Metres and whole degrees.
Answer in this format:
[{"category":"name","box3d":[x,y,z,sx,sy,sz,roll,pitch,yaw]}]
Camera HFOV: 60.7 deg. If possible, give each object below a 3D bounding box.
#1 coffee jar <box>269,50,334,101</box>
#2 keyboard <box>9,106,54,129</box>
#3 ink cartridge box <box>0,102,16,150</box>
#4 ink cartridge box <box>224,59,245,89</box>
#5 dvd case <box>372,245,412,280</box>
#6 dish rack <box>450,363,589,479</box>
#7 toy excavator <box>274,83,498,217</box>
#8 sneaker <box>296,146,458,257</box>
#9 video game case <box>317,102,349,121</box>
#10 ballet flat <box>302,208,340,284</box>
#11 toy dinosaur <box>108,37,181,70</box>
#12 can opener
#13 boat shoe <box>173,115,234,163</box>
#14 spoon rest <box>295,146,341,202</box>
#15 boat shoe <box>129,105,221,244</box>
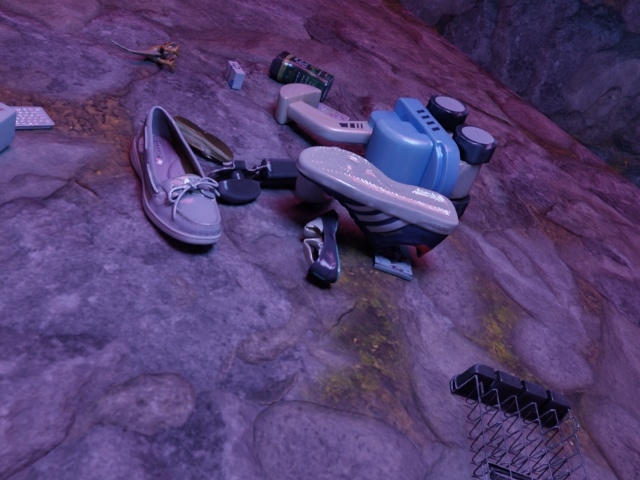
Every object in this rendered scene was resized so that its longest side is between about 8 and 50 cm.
[{"category":"coffee jar","box3d":[-0.057,-0.491,1.627,0.184,0.079,0.096,27,35,-1]},{"category":"keyboard","box3d":[-0.616,-0.218,0.965,0.256,0.014,0.072,-13,52,-44]},{"category":"ink cartridge box","box3d":[-0.589,-0.170,0.856,0.128,0.072,0.175,26,39,-9]},{"category":"ink cartridge box","box3d":[-0.237,-0.454,1.486,0.028,0.048,0.083,-1,43,-34]},{"category":"dvd case","box3d":[0.152,0.031,1.162,0.087,0.013,0.119,21,36,-10]},{"category":"dish rack","box3d":[0.319,0.327,0.852,0.208,0.074,0.271,21,37,-8]},{"category":"toy excavator","box3d":[0.145,-0.262,1.385,0.446,0.222,0.432,-2,43,-23]},{"category":"sneaker","box3d":[0.096,-0.061,1.100,0.350,0.148,0.131,24,39,-10]},{"category":"video game case","box3d":[0.021,-0.364,1.577,0.122,0.011,0.087,26,35,-2]},{"category":"ballet flat","box3d":[0.000,0.000,1.054,0.074,0.074,0.203,17,38,-14]},{"category":"toy dinosaur","box3d":[-0.424,-0.475,1.395,0.112,0.064,0.211,16,23,14]},{"category":"can opener","box3d":[-0.109,-0.130,1.160,0.280,0.074,0.093,-11,84,-40]},{"category":"boat shoe","box3d":[-0.257,-0.208,1.174,0.153,0.048,0.056,33,22,-5]},{"category":"spoon rest","box3d":[0.047,-0.135,1.222,0.276,0.137,0.084,7,31,-49]},{"category":"boat shoe","box3d":[-0.264,-0.119,0.996,0.118,0.103,0.320,-2,44,-35]}]
